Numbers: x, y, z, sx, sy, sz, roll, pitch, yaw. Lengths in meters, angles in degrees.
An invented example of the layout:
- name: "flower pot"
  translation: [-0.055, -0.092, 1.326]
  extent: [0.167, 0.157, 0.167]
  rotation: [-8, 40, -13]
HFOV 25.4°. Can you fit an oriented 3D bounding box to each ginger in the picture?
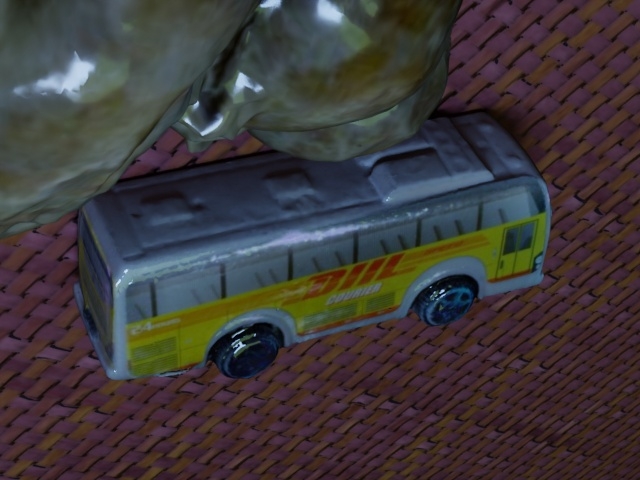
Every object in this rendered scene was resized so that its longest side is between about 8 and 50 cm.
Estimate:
- name: "ginger"
  translation: [-0.051, -0.089, 0.554]
  extent: [0.304, 0.155, 0.244]
  rotation: [-8, 161, -34]

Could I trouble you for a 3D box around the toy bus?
- name: "toy bus"
  translation: [0.000, 0.000, 0.785]
  extent: [0.268, 0.092, 0.106]
  rotation: [-12, 135, -20]
